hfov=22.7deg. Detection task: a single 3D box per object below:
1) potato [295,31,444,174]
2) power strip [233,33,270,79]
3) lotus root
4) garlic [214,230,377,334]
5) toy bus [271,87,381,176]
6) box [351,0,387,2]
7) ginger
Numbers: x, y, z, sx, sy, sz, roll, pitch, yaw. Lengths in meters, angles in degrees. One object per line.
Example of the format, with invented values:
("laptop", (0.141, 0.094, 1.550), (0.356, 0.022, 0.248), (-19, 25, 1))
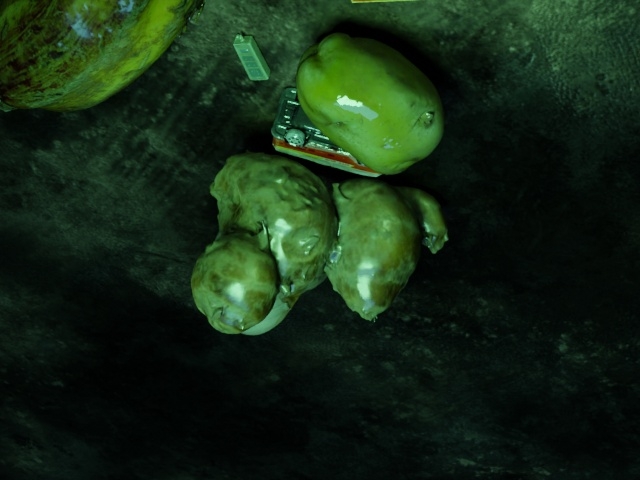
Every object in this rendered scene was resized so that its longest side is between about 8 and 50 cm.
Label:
("potato", (0.060, -0.173, 2.009), (0.155, 0.137, 0.200), (-29, 119, 34))
("power strip", (-0.091, -0.240, 2.087), (0.027, 0.017, 0.083), (-2, 143, 22))
("lotus root", (-0.287, -0.270, 1.971), (0.196, 0.179, 0.397), (20, 145, -38))
("garlic", (-0.046, 0.052, 2.357), (0.257, 0.207, 0.207), (27, 144, -13))
("toy bus", (0.022, -0.138, 2.137), (0.174, 0.079, 0.077), (16, 155, -1))
("box", (0.089, -0.322, 1.891), (0.133, 0.023, 0.090), (2, 141, 20))
("ginger", (0.000, 0.000, 2.172), (0.375, 0.256, 0.176), (-2, 152, -20))
